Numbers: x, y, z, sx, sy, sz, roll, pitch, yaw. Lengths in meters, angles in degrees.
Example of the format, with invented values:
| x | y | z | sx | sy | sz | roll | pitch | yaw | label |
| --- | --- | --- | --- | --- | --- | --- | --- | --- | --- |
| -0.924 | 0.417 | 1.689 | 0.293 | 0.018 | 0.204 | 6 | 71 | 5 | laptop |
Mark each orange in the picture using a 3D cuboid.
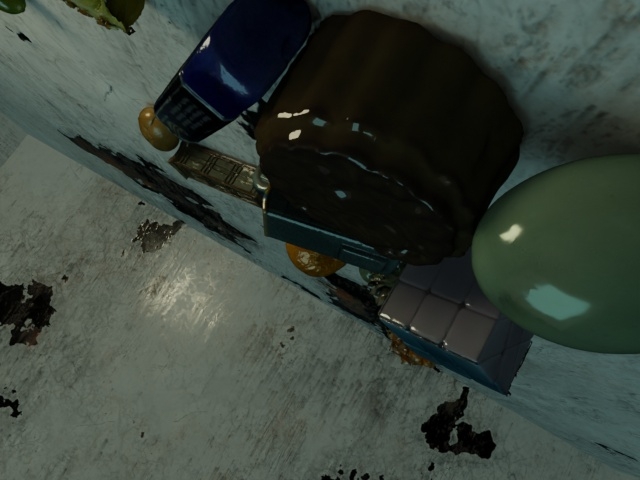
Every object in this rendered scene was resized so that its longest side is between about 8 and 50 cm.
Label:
| x | y | z | sx | sy | sz | roll | pitch | yaw | label |
| --- | --- | --- | --- | --- | --- | --- | --- | --- | --- |
| -0.001 | 0.002 | 1.214 | 0.177 | 0.177 | 0.155 | 41 | 177 | -37 | orange |

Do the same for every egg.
| x | y | z | sx | sy | sz | roll | pitch | yaw | label |
| --- | --- | --- | --- | --- | --- | --- | --- | --- | --- |
| 0.302 | 0.014 | 0.498 | 0.283 | 0.202 | 0.203 | 1 | 159 | 11 | egg |

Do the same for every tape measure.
| x | y | z | sx | sy | sz | roll | pitch | yaw | label |
| --- | --- | --- | --- | --- | --- | --- | --- | --- | --- |
| -0.103 | -0.157 | 1.004 | 0.104 | 0.107 | 0.180 | 30 | 167 | 15 | tape measure |

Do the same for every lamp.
| x | y | z | sx | sy | sz | roll | pitch | yaw | label |
| --- | --- | --- | --- | --- | --- | --- | --- | --- | --- |
| -0.255 | -0.175 | 1.298 | 0.326 | 0.089 | 0.090 | 23 | 165 | 28 | lamp |
| 0.142 | 0.068 | 1.370 | 0.091 | 0.091 | 0.163 | 34 | -178 | -14 | lamp |

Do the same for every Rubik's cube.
| x | y | z | sx | sy | sz | roll | pitch | yaw | label |
| --- | --- | --- | --- | --- | --- | --- | --- | --- | --- |
| 0.296 | 0.144 | 0.989 | 0.225 | 0.221 | 0.231 | 19 | 162 | 42 | Rubik's cube |

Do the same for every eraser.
| x | y | z | sx | sy | sz | roll | pitch | yaw | label |
| --- | --- | --- | --- | --- | --- | --- | --- | --- | --- |
| -0.142 | -0.235 | 0.692 | 0.102 | 0.155 | 0.332 | 38 | 165 | -22 | eraser |

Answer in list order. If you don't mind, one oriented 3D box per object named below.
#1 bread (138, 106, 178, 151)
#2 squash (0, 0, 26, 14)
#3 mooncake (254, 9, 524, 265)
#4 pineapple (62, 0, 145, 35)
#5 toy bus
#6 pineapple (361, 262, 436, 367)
| x | y | z | sx | sy | sz | roll | pitch | yaw | label |
| --- | --- | --- | --- | --- | --- | --- | --- | --- | --- |
| -0.433 | -0.289 | 1.301 | 0.114 | 0.077 | 0.189 | 28 | 164 | -7 | bread |
| -0.718 | -0.551 | 0.974 | 0.252 | 0.066 | 0.066 | 39 | 164 | -27 | squash |
| 0.075 | -0.109 | 0.630 | 0.324 | 0.187 | 0.324 | 26 | 166 | 7 | mooncake |
| -0.336 | -0.396 | 0.680 | 0.186 | 0.114 | 0.236 | 16 | 170 | 45 | pineapple |
| 0.039 | -0.052 | 0.892 | 0.275 | 0.167 | 0.138 | 18 | 158 | 2 | toy bus |
| 0.225 | 0.153 | 1.251 | 0.263 | 0.262 | 0.271 | 10 | 144 | 55 | pineapple |
